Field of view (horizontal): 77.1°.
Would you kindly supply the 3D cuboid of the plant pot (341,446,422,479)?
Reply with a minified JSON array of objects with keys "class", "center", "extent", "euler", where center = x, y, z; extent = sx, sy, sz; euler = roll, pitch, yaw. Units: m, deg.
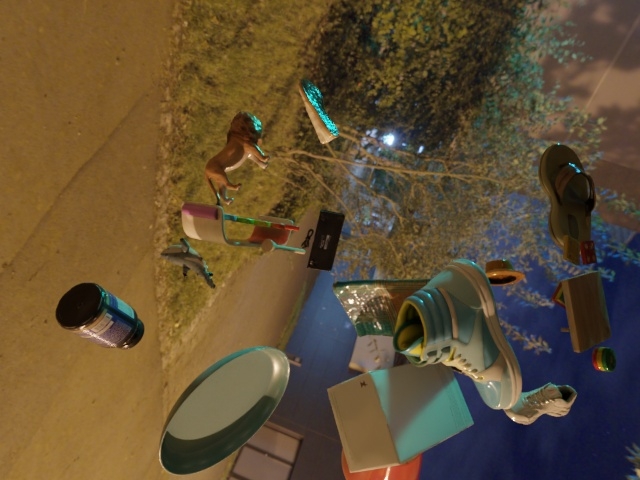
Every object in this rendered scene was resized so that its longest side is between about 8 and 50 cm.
[{"class":"plant pot","center":[0.209,0.666,1.292],"extent":[0.275,0.274,0.243],"euler":[-63,163,-47]}]

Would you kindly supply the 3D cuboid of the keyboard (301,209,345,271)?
[{"class":"keyboard","center":[0.000,0.000,1.174],"extent":[0.023,0.108,0.180],"euler":[-134,-124,-67]}]

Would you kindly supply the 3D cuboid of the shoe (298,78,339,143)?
[{"class":"shoe","center":[-0.019,-0.411,1.284],"extent":[0.076,0.219,0.058],"euler":[-22,173,-47]}]

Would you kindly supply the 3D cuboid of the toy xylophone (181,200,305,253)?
[{"class":"toy xylophone","center":[-0.165,-0.026,0.966],"extent":[0.322,0.236,0.081],"euler":[5,94,-72]}]

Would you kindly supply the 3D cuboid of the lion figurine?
[{"class":"lion figurine","center":[-0.363,-0.339,1.652],"extent":[0.392,0.240,0.142],"euler":[-47,180,-11]}]

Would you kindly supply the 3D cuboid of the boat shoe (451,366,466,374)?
[{"class":"boat shoe","center":[0.469,0.385,1.267],"extent":[0.070,0.219,0.078],"euler":[-138,-123,-77]}]

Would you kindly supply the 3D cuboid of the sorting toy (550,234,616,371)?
[{"class":"sorting toy","center":[0.498,0.125,0.778],"extent":[0.046,0.132,0.275],"euler":[-12,-95,56]}]

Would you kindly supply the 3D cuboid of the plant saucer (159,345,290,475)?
[{"class":"plant saucer","center":[-0.199,0.351,0.858],"extent":[0.317,0.043,0.318],"euler":[-31,137,-34]}]

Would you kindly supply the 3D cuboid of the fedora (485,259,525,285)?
[{"class":"fedora","center":[0.713,0.123,1.602],"extent":[0.194,0.194,0.079],"euler":[93,-1,-68]}]

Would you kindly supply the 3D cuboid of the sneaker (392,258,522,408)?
[{"class":"sneaker","center":[0.249,0.217,0.769],"extent":[0.208,0.319,0.127],"euler":[-25,-172,-20]}]

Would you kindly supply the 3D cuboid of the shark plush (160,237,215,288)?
[{"class":"shark plush","center":[-0.332,0.068,1.035],"extent":[0.067,0.161,0.073],"euler":[-46,-176,-21]}]

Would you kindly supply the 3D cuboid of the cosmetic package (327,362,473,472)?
[{"class":"cosmetic package","center":[0.212,0.420,1.014],"extent":[0.155,0.365,0.197],"euler":[-35,-120,37]}]

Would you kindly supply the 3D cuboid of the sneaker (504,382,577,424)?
[{"class":"sneaker","center":[0.651,0.468,1.192],"extent":[0.090,0.232,0.115],"euler":[-114,-155,-47]}]

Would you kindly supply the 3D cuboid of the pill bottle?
[{"class":"pill bottle","center":[-0.556,0.206,1.040],"extent":[0.219,0.122,0.123],"euler":[74,34,-57]}]

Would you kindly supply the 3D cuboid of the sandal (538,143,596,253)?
[{"class":"sandal","center":[0.602,-0.110,0.951],"extent":[0.086,0.120,0.303],"euler":[108,-8,-61]}]

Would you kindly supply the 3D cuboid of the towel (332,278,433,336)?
[{"class":"towel","center":[0.242,0.211,1.199],"extent":[0.271,0.370,0.040],"euler":[63,35,-37]}]
